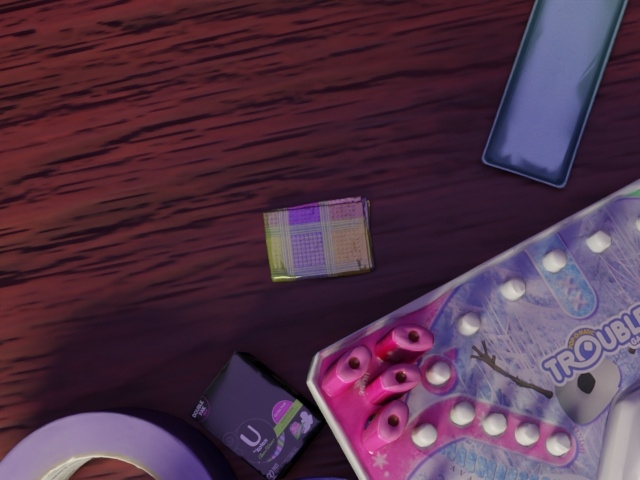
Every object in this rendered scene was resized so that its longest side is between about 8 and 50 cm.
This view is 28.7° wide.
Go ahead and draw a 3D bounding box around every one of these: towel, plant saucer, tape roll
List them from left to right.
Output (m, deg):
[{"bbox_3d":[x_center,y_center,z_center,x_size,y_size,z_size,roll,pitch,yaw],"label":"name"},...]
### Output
[{"bbox_3d":[-0.153,0.219,0.928,0.189,0.080,0.189,-1,84,8],"label":"tape roll"},{"bbox_3d":[0.000,0.000,0.963,0.083,0.009,0.060,-8,85,7],"label":"towel"},{"bbox_3d":[0.183,-0.138,0.949,0.067,0.018,0.192,19,87,9],"label":"plant saucer"}]

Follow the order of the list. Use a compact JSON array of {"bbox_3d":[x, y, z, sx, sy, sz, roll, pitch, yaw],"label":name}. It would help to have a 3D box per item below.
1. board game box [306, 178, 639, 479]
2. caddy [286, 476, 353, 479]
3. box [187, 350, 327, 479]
[{"bbox_3d":[0.247,0.159,0.818,0.390,0.050,0.390,-27,82,-20],"label":"board game box"},{"bbox_3d":[-0.006,0.319,0.796,0.241,0.179,0.341,-16,92,-31],"label":"caddy"},{"bbox_3d":[-0.046,0.131,0.935,0.083,0.052,0.062,38,89,10],"label":"box"}]
